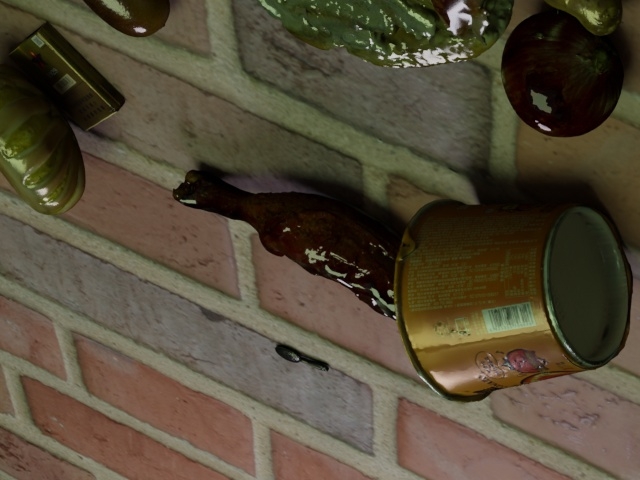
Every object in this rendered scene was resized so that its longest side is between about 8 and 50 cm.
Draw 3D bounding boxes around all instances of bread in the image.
[{"bbox_3d":[0.051,-0.252,1.749,0.257,0.124,0.186,21,154,28],"label":"bread"},{"bbox_3d":[-0.352,-0.123,2.328,0.213,0.105,0.213,53,172,11],"label":"bread"}]

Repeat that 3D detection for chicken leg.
[{"bbox_3d":[0.000,0.000,2.198,0.407,0.096,0.158,27,168,20],"label":"chicken leg"}]

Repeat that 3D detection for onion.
[{"bbox_3d":[0.216,-0.147,1.756,0.117,0.118,0.118,36,150,-8],"label":"onion"}]

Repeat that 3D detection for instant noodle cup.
[{"bbox_3d":[0.202,0.053,1.959,0.172,0.216,0.216,-9,128,39],"label":"instant noodle cup"}]

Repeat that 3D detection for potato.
[{"bbox_3d":[0.229,-0.217,1.705,0.092,0.046,0.045,37,152,22],"label":"potato"}]

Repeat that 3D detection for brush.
[{"bbox_3d":[-0.025,0.154,2.503,0.083,0.008,0.024,19,142,28],"label":"brush"}]

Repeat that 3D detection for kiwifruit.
[{"bbox_3d":[-0.214,-0.266,2.061,0.124,0.075,0.075,41,150,-14],"label":"kiwifruit"}]

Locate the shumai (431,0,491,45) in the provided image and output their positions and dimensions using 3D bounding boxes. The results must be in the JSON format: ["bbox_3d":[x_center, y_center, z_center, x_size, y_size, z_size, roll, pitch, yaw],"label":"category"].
[{"bbox_3d":[0.159,-0.255,1.593,0.206,0.175,0.166,33,150,3],"label":"shumai"}]

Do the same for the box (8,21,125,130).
[{"bbox_3d":[-0.300,-0.192,2.296,0.133,0.023,0.090,44,147,-13],"label":"box"}]
